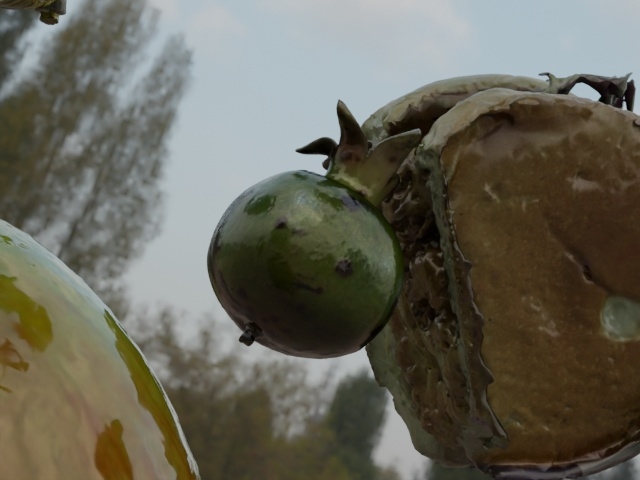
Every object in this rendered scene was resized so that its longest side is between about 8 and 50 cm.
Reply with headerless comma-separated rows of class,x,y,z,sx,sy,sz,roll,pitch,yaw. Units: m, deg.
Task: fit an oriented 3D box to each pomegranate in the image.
pomegranate,-0.007,0.000,1.031,0.148,0.169,0.148,9,-28,5

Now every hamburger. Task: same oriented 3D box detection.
hamburger,0.181,0.023,1.163,0.277,0.318,0.195,-10,9,-17

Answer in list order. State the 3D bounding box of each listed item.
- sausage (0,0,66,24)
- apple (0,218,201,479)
sausage,-0.270,-0.319,1.084,0.123,0.123,0.347,1,-56,54
apple,-0.203,0.135,0.572,0.340,0.339,0.339,18,-12,4
